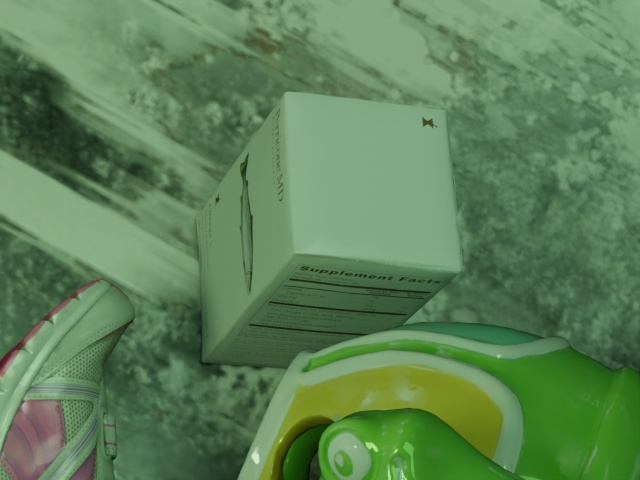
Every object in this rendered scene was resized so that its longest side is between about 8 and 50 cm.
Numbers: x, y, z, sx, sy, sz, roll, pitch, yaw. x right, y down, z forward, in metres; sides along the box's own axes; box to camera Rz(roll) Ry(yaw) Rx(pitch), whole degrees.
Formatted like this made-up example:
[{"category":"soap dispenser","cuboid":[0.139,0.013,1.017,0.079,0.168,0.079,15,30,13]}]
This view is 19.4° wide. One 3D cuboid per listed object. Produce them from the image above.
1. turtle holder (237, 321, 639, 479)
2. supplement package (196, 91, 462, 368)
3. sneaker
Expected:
[{"category":"turtle holder","cuboid":[0.065,0.164,1.012,0.227,0.243,0.320,24,21,8]},{"category":"supplement package","cuboid":[0.000,0.000,1.120,0.105,0.179,0.105,6,64,-20]},{"category":"sneaker","cuboid":[-0.157,0.140,1.048,0.111,0.103,0.252,30,65,-12]}]
